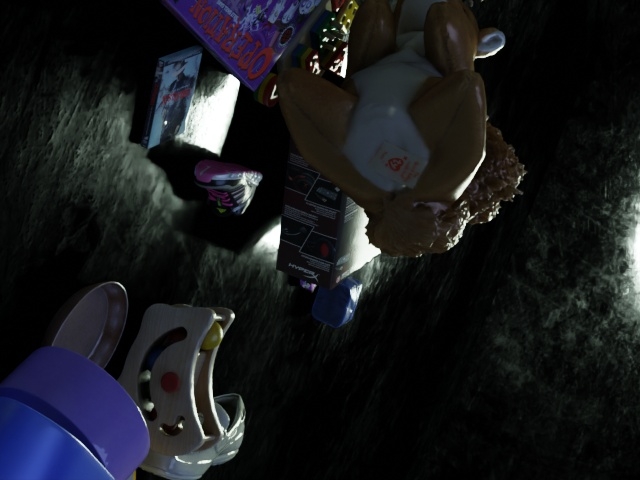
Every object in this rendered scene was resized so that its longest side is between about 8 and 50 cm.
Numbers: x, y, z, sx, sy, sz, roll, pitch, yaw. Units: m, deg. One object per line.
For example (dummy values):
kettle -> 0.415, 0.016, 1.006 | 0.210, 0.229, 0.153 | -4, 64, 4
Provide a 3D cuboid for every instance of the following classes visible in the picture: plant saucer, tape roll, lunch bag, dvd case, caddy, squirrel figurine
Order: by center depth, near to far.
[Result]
caddy -> -0.365, 0.271, 1.462 | 0.179, 0.241, 0.341 | -62, 160, -20
tape roll -> -0.300, 0.223, 1.642 | 0.080, 0.189, 0.189 | -47, 154, -39
dvd case -> -0.184, -0.178, 1.717 | 0.087, 0.013, 0.120 | -33, 142, -57
plant saucer -> -0.304, 0.123, 1.752 | 0.168, 0.029, 0.168 | -52, 157, -34
squirrel figurine -> 0.149, -0.190, 2.040 | 0.370, 0.281, 0.397 | -70, 149, -50
lunch bag -> 0.032, 0.111, 2.548 | 0.065, 0.067, 0.098 | -23, 136, -62

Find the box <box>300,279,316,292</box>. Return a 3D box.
box -> 0.000, 0.000, 2.389 | 0.116, 0.029, 0.162 | -54, 160, -29

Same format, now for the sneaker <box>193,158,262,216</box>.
sneaker -> -0.131, -0.068, 1.912 | 0.170, 0.063, 0.075 | -2, 110, -74

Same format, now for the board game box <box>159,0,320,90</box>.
board game box -> -0.087, -0.327, 1.689 | 0.208, 0.056, 0.347 | -50, 160, 1

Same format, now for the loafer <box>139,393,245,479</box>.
loafer -> -0.197, 0.297, 2.139 | 0.319, 0.112, 0.112 | -8, 116, -76

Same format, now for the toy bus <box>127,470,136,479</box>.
toy bus -> -0.321, 0.361, 1.877 | 0.130, 0.108, 0.333 | -46, 154, -43

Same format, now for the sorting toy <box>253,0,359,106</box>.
sorting toy -> -0.001, -0.269, 2.029 | 0.274, 0.046, 0.132 | -55, 159, -26

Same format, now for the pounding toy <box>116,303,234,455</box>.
pounding toy -> -0.214, 0.212, 1.906 | 0.270, 0.154, 0.155 | -67, 161, 5

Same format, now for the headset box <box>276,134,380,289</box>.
headset box -> 0.041, -0.101, 2.208 | 0.218, 0.110, 0.293 | -33, 137, -53
